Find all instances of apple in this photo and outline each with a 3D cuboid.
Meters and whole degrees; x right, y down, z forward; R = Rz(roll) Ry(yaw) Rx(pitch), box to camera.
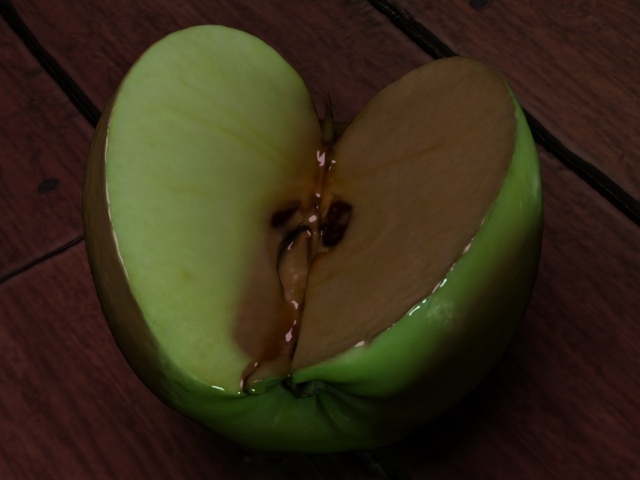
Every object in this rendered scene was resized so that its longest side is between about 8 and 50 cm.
[{"bbox_3d":[-0.005,0.010,1.119,0.295,0.233,0.257,4,58,6],"label":"apple"}]
